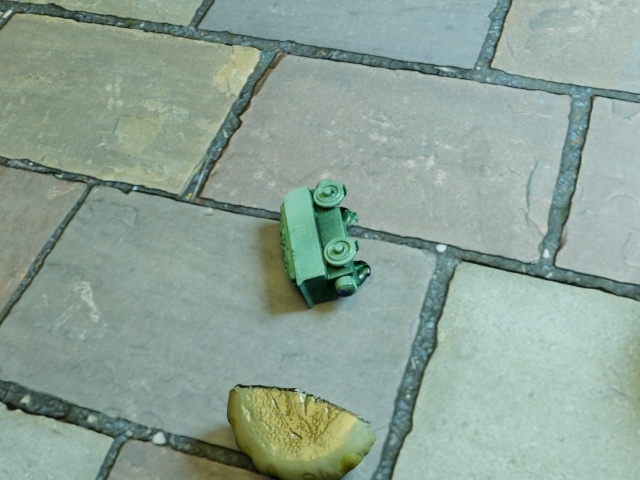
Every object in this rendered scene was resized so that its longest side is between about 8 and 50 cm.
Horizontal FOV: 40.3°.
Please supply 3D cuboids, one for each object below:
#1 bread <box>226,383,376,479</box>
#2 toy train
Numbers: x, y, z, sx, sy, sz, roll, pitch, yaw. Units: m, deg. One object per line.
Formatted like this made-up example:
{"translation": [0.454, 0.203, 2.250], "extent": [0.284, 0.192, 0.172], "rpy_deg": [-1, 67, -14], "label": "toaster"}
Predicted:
{"translation": [-0.021, 0.204, 0.888], "extent": [0.157, 0.083, 0.094], "rpy_deg": [0, 54, 9], "label": "bread"}
{"translation": [0.000, 0.000, 1.061], "extent": [0.100, 0.070, 0.172], "rpy_deg": [-16, 50, 6], "label": "toy train"}
